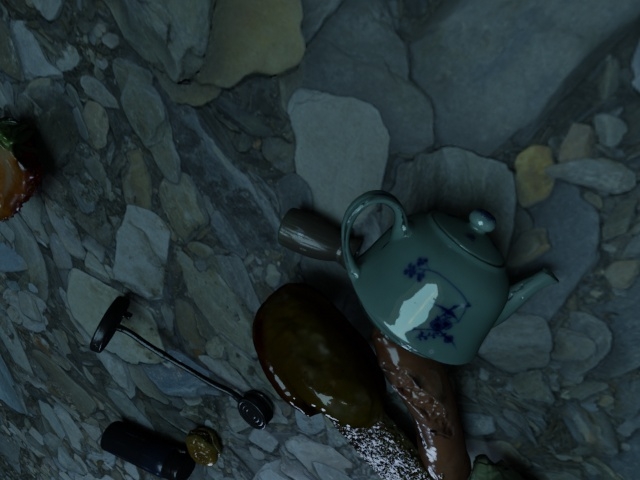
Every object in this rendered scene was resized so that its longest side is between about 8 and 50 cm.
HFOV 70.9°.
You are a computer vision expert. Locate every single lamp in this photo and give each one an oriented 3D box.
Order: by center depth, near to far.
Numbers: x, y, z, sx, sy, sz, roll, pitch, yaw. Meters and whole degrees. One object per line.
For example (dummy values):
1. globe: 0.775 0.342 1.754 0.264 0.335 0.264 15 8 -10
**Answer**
1. lamp: -0.266 0.247 0.814 0.371 0.108 0.130 39 126 6

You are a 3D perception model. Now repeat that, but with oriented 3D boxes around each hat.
1. hat: 0.235 0.377 0.596 0.081 0.122 0.166 34 106 62

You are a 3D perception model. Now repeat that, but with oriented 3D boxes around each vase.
1. vase: 0.000 0.000 0.569 0.100 0.053 0.053 23 124 13

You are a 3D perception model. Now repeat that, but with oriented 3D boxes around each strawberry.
1. strawberry: -0.546 -0.134 0.788 0.140 0.085 0.192 -7 116 13

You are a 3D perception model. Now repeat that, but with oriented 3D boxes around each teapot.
1. teapot: 0.122 0.027 0.458 0.232 0.159 0.159 25 129 -15

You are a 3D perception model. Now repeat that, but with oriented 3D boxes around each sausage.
1. sausage: 0.135 0.208 0.558 0.078 0.078 0.304 -2 128 30

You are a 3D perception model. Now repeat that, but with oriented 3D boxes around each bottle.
1. bottle: -0.399 0.488 1.043 0.244 0.082 0.072 10 164 26

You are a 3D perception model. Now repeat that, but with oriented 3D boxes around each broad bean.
1. broad bean: -0.007 0.143 0.562 0.228 0.122 0.156 48 172 48

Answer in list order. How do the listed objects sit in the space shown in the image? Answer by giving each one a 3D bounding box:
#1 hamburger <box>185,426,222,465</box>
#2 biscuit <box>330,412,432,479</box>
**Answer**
1. hamburger: -0.247 0.433 0.943 0.076 0.044 0.083 -1 117 31
2. biscuit: 0.080 0.298 0.682 0.231 0.025 0.131 48 142 0
